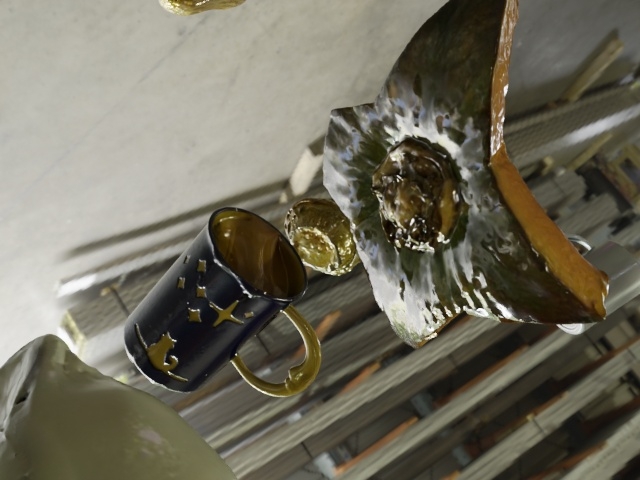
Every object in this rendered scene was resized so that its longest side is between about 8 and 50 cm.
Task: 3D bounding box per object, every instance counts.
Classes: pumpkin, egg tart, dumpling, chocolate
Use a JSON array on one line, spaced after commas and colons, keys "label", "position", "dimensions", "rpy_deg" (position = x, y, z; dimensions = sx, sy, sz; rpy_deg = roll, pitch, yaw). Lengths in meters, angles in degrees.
[{"label": "pumpkin", "position": [0.106, -0.048, 0.679], "dimensions": [0.095, 0.290, 0.258], "rpy_deg": [-19, 179, -37]}, {"label": "egg tart", "position": [0.000, 0.000, 1.597], "dimensions": [0.191, 0.191, 0.074], "rpy_deg": [-52, 179, 43]}, {"label": "dumpling", "position": [-0.216, 0.282, 0.668], "dimensions": [0.315, 0.395, 0.233], "rpy_deg": [-48, 158, 16]}, {"label": "chocolate", "position": [-0.278, -0.629, 1.892], "dimensions": [0.309, 0.134, 0.134], "rpy_deg": [-27, 163, -49]}]

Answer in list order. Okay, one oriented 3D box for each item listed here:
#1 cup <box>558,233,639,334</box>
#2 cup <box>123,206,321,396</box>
[{"label": "cup", "position": [0.411, 0.064, 1.209], "dimensions": [0.133, 0.136, 0.099], "rpy_deg": [-31, 133, -15]}, {"label": "cup", "position": [-0.145, 0.129, 1.141], "dimensions": [0.178, 0.255, 0.256], "rpy_deg": [7, 133, -51]}]
